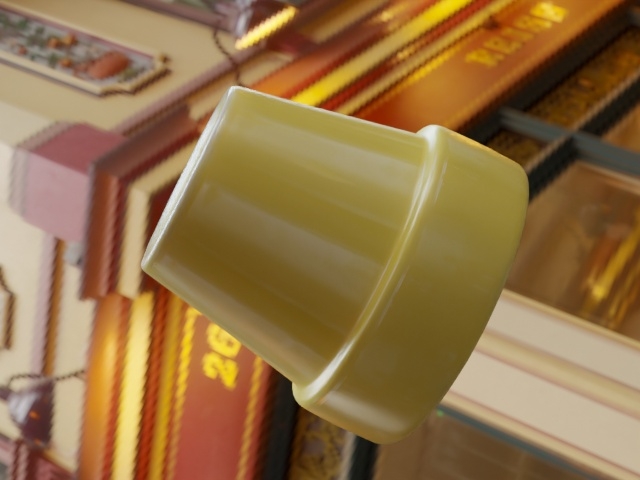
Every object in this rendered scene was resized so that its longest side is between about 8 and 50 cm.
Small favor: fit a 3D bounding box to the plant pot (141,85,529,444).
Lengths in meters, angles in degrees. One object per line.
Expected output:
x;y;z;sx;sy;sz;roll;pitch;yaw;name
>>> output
0.000;0.000;1.114;0.254;0.239;0.254;-61;8;15;plant pot
